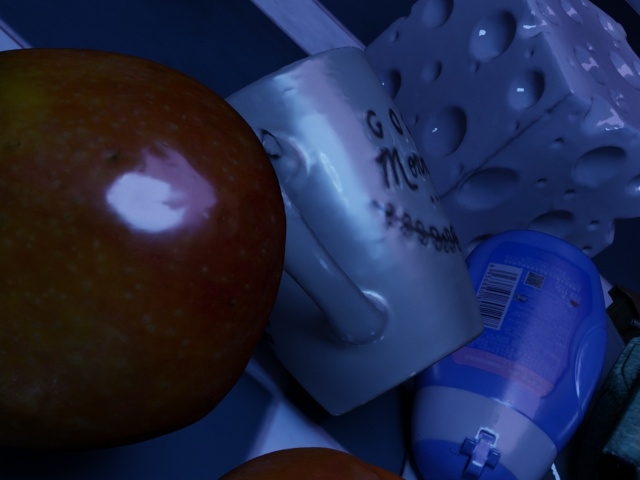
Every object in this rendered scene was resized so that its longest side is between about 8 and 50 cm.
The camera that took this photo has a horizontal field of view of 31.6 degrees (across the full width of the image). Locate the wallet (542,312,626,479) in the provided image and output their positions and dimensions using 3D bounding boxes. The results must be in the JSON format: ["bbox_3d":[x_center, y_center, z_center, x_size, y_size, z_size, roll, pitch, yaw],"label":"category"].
[{"bbox_3d":[0.268,0.197,1.070,0.252,0.083,0.360,0,56,-46],"label":"wallet"}]

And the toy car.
[{"bbox_3d":[0.283,0.151,0.958,0.097,0.141,0.320,24,32,22],"label":"toy car"}]

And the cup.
[{"bbox_3d":[0.000,0.000,0.814,0.234,0.186,0.258,60,11,7],"label":"cup"}]

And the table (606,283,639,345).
[{"bbox_3d":[0.350,0.108,1.282,0.082,0.083,0.070,24,34,-26],"label":"table"}]

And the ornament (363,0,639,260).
[{"bbox_3d":[0.202,-0.122,1.189,0.240,0.239,0.240,22,39,-39],"label":"ornament"}]

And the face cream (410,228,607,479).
[{"bbox_3d":[0.158,0.110,0.955,0.149,0.083,0.264,23,52,8],"label":"face cream"}]

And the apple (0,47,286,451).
[{"bbox_3d":[-0.139,0.003,0.616,0.230,0.230,0.230,33,33,-25],"label":"apple"}]

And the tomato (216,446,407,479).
[{"bbox_3d":[0.000,0.234,0.561,0.260,0.180,0.260,32,36,-27],"label":"tomato"}]
